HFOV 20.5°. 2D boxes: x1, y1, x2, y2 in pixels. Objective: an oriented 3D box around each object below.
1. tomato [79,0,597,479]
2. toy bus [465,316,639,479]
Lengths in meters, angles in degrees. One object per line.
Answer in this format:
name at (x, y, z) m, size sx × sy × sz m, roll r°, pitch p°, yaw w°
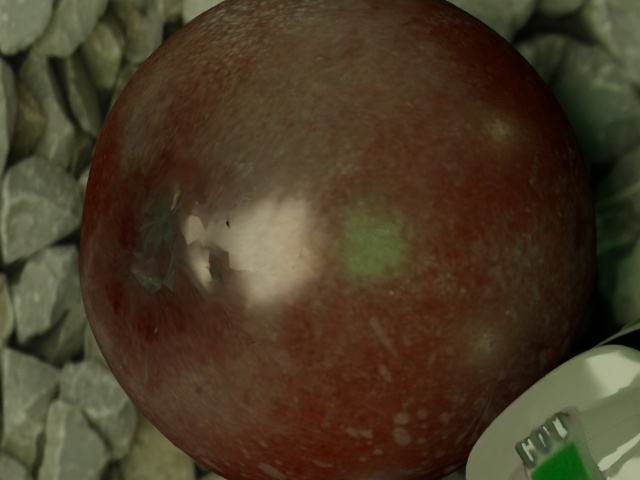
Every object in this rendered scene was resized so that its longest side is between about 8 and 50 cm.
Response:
tomato at (0.000, 0.000, 0.886) m, size 0.270 × 0.227 × 0.270 m, roll -2°, pitch 87°, yaw 39°
toy bus at (0.192, 0.173, 0.768) m, size 0.143 × 0.179 × 0.305 m, roll -43°, pitch 65°, yaw 27°
